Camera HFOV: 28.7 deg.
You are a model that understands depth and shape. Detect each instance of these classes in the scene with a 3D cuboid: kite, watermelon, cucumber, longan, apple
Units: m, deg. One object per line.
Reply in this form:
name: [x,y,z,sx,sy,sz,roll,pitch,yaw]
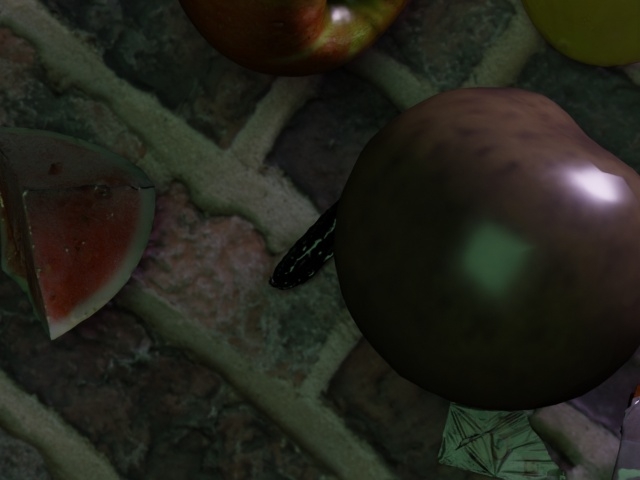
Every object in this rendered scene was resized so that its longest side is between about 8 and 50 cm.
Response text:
kite: [0.256,0.218,1.591,0.250,0.012,0.229,-35,79,6]
watermelon: [-0.354,-0.017,1.698,0.256,0.176,0.260,5,105,22]
cucumber: [0.000,0.000,1.668,0.181,0.053,0.053,-44,74,6]
longan: [0.205,0.010,1.469,0.404,0.336,0.404,-8,59,14]
apple: [-0.039,-0.385,1.594,0.339,0.339,0.340,-2,81,13]

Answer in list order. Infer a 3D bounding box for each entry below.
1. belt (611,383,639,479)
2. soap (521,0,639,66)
belt: [0.387,0.303,1.457,0.105,0.184,0.261,11,84,16]
soap: [0.370,-0.436,1.592,0.306,0.115,0.427,-17,82,24]
